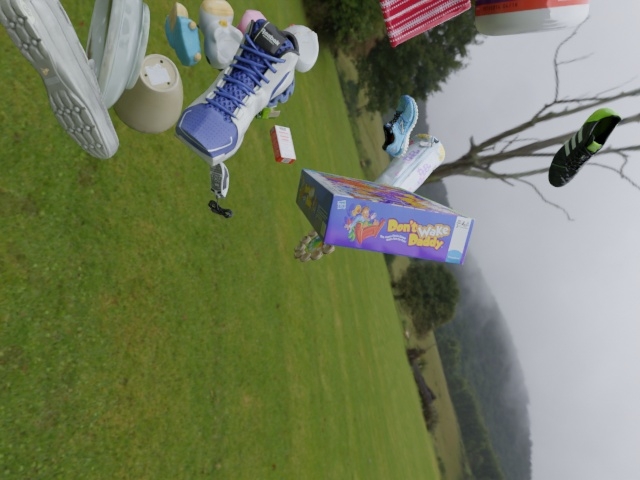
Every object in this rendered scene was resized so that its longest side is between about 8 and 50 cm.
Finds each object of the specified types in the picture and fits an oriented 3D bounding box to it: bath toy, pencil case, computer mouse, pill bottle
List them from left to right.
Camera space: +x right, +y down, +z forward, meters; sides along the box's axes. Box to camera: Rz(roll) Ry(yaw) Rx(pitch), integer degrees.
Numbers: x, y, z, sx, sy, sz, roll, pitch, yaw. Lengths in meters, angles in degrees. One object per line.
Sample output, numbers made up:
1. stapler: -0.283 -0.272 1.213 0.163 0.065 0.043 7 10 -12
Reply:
1. computer mouse: -0.333 -0.178 1.572 0.042 0.106 0.193 -21 125 -49
2. bath toy: -0.169 -0.467 1.091 0.129 0.347 0.152 21 -66 53
3. pencil case: 0.238 -0.183 1.318 0.113 0.273 0.124 48 -23 -12
4. pill bottle: 0.346 -0.510 0.755 0.182 0.181 0.323 -87 171 -66

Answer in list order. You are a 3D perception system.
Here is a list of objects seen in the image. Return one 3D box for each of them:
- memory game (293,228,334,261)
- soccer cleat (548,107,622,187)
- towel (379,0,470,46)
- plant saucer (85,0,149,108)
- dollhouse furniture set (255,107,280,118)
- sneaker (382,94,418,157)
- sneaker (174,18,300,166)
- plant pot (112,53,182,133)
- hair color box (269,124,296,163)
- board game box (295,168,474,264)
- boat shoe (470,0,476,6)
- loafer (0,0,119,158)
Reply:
1. memory game: 0.000 0.000 1.381 0.012 0.186 0.186 59 14 -25
2. soccer cleat: 0.524 -0.182 0.941 0.060 0.179 0.072 27 24 -3
3. towel: 0.193 -0.547 0.907 0.031 0.198 0.275 56 -9 51
4. plant saucer: -0.500 -0.492 1.158 0.100 0.400 0.401 8 56 -35
5. dollhouse furniture set: -0.133 -0.381 1.262 0.152 0.058 0.076 -48 -123 60
6. sneaker: 0.203 -0.302 1.228 0.063 0.073 0.162 22 -78 60
7. sneaker: -0.139 -0.300 0.862 0.127 0.316 0.182 36 -31 1
8. plant pot: -0.593 -0.539 1.661 0.274 0.256 0.257 -7 -76 62
9. hair color box: -0.146 -0.370 1.815 0.071 0.043 0.141 3 68 -38
10. board game box: 0.093 -0.057 0.877 0.347 0.233 0.078 -125 -134 -72
11. boat shoe: 0.454 -0.801 1.451 0.277 0.096 0.098 35 -2 20
12. loafer: -0.470 -0.312 0.898 0.111 0.111 0.320 -59 144 -46
